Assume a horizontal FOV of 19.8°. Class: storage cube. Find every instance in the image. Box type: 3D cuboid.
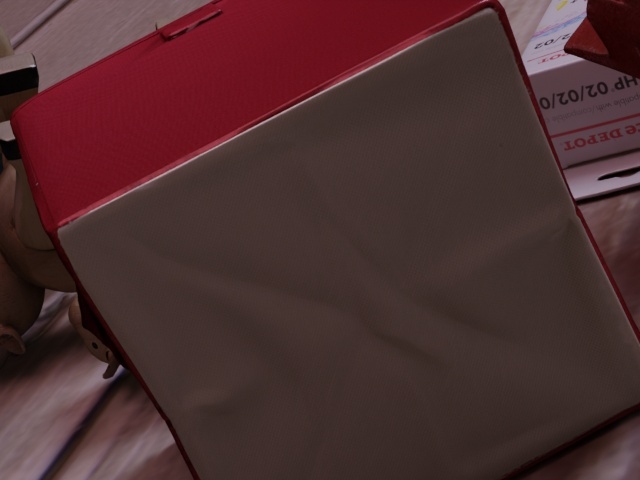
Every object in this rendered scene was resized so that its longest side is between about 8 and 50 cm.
[{"bbox_3d":[0.000,0.000,0.766,0.215,0.184,0.193,-27,21,-4],"label":"storage cube"}]

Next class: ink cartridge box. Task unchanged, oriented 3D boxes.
[{"bbox_3d":[0.167,-0.094,0.973,0.104,0.061,0.181,-15,24,27],"label":"ink cartridge box"}]

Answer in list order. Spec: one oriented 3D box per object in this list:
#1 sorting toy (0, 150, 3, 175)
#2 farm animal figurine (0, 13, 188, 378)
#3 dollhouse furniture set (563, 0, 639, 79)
[{"bbox_3d":[-0.237,-0.057,1.367,0.229,0.041,0.307,-30,8,-36],"label":"sorting toy"},{"bbox_3d":[-0.165,-0.026,1.052,0.327,0.172,0.330,-3,38,7],"label":"farm animal figurine"},{"bbox_3d":[0.203,-0.208,0.894,0.374,0.201,0.152,-29,45,-33],"label":"dollhouse furniture set"}]
